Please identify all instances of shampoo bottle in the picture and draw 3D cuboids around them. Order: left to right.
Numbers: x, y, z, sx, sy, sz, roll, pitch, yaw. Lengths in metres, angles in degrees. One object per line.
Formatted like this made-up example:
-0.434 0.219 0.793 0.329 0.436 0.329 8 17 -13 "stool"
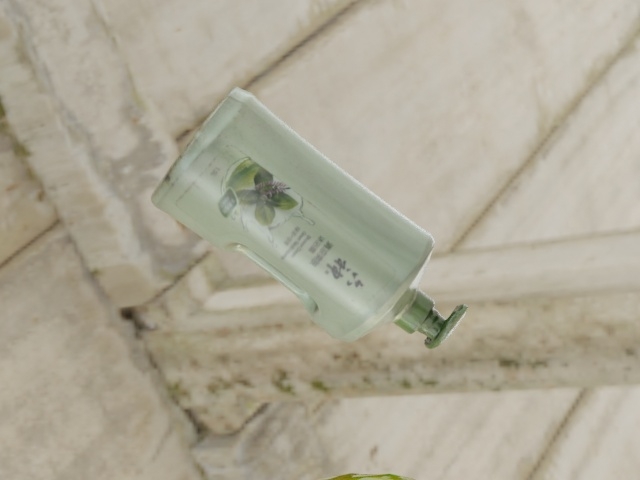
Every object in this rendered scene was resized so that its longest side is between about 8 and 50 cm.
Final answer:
0.000 0.000 0.930 0.234 0.118 0.087 37 -137 -5 "shampoo bottle"

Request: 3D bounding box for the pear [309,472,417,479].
-0.045 0.241 0.358 0.391 0.391 0.391 12 -106 -49 "pear"
